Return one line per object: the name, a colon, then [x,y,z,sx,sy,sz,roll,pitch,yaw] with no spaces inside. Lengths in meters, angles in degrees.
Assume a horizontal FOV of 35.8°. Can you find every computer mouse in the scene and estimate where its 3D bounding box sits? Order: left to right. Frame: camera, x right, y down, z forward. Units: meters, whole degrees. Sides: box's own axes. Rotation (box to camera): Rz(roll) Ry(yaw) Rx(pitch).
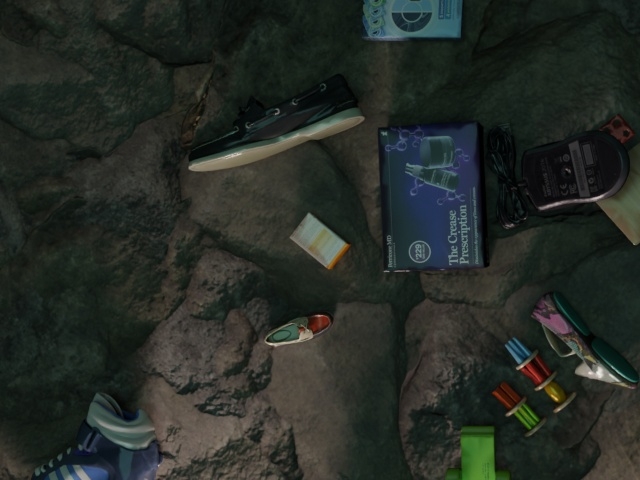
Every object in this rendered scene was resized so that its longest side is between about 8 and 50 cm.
computer mouse: [0.421,-0.125,1.716,0.272,0.072,0.188,-6,93,46]

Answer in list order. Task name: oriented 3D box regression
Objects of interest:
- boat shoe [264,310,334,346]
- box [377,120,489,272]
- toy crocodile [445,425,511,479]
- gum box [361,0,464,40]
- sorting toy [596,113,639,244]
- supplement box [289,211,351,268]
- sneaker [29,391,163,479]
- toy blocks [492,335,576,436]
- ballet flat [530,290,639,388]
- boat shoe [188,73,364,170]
boat shoe: [-0.040,0.169,1.871,0.137,0.043,0.049,-18,85,11]
box: [0.204,-0.076,1.784,0.184,0.103,0.261,-3,90,16]
toy crocodile: [0.294,0.502,1.774,0.115,0.105,0.340,-7,84,13]
gum box: [0.171,-0.447,1.817,0.184,0.041,0.157,2,91,12]
sorting toy: [0.550,-0.090,1.727,0.132,0.046,0.274,-41,79,10]
supplement box: [0.000,0.000,1.863,0.098,0.036,0.062,40,99,10]
sneaker: [-0.466,0.416,1.940,0.323,0.130,0.236,-2,80,18]
toy blocks: [0.362,0.258,1.772,0.123,0.054,0.148,-43,82,10]
ballet flat: [0.460,0.188,1.746,0.221,0.077,0.079,47,118,13]
boat shoe: [-0.095,-0.222,1.838,0.340,0.127,0.113,-18,85,11]
